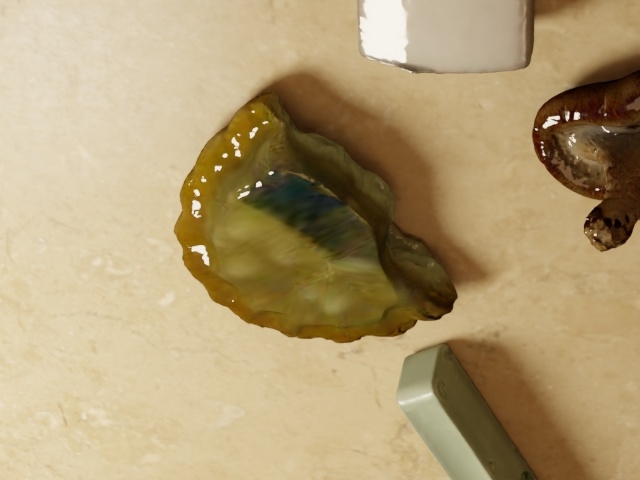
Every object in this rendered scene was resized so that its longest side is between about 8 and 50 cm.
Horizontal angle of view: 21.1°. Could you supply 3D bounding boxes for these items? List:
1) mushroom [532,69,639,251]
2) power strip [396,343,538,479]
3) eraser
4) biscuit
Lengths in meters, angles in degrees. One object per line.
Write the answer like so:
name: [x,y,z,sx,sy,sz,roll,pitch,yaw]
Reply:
mushroom: [0.315,-0.068,1.687,0.227,0.217,0.148,-22,120,27]
power strip: [0.210,0.288,2.086,0.062,0.091,0.385,-18,122,28]
eraser: [0.119,-0.294,1.633,0.174,0.095,0.270,4,130,10]
biscuit: [0.000,0.000,1.914,0.335,0.078,0.329,19,134,1]
